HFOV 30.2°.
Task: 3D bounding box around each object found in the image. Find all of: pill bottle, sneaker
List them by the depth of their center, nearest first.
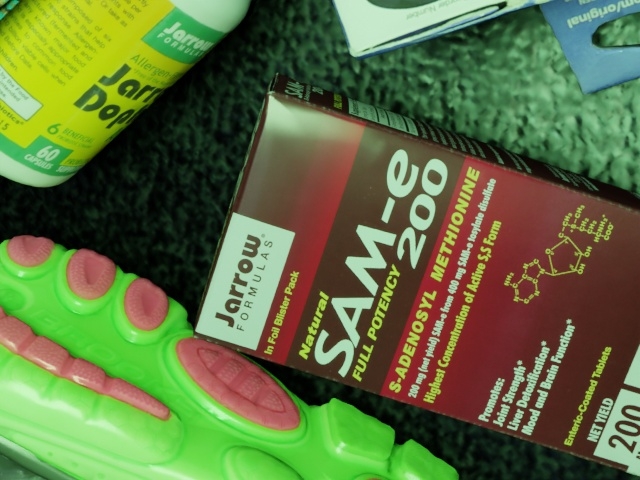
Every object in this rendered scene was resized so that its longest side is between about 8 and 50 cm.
[{"bbox_3d":[-0.112,-0.134,0.642,0.208,0.117,0.117,-39,86,18],"label":"pill bottle"},{"bbox_3d":[-0.049,0.190,0.664,0.483,0.185,0.202,37,125,12],"label":"sneaker"}]

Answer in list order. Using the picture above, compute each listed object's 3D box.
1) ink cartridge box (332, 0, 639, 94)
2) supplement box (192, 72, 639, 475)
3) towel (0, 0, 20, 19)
[{"bbox_3d":[0.099,-0.255,0.521,0.270,0.151,0.395,-17,102,19],"label":"ink cartridge box"},{"bbox_3d":[0.070,0.017,0.596,0.239,0.073,0.130,17,103,-4],"label":"supplement box"},{"bbox_3d":[-0.211,-0.197,0.644,0.370,0.040,0.271,-39,52,20],"label":"towel"}]
